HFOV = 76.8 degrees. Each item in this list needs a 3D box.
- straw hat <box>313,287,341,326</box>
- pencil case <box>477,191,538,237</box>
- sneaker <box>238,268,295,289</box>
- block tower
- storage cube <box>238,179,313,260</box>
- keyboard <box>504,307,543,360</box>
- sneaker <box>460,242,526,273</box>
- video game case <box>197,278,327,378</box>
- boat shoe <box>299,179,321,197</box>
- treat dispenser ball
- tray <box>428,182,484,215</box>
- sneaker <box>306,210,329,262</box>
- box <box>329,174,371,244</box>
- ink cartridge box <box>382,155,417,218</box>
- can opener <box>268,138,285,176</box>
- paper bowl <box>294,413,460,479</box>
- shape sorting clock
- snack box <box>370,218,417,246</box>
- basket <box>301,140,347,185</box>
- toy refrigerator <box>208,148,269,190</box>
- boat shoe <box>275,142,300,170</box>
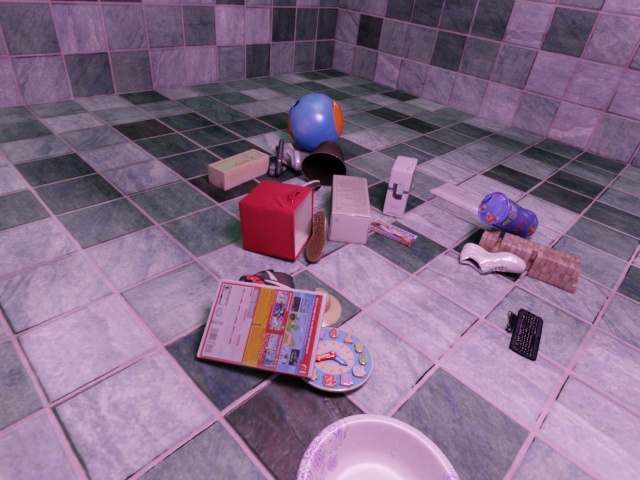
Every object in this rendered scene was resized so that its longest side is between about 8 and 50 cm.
[{"bbox_3d":[-0.002,0.172,1.152,0.144,0.061,0.144,4,35,-3],"label":"straw hat"},{"bbox_3d":[0.704,-0.094,1.515,0.306,0.119,0.133,13,39,-43],"label":"pencil case"},{"bbox_3d":[-0.101,0.158,1.113,0.135,0.098,0.276,-26,42,-38],"label":"sneaker"},{"bbox_3d":[0.731,0.060,1.419,0.335,0.097,0.091,24,38,22],"label":"block tower"},{"bbox_3d":[-0.142,-0.075,1.356,0.193,0.215,0.184,10,35,15],"label":"storage cube"},{"bbox_3d":[0.587,0.254,1.164,0.100,0.038,0.192,23,37,21],"label":"keyboard"},{"bbox_3d":[0.587,0.083,1.390,0.212,0.080,0.094,17,47,25],"label":"sneaker"},{"bbox_3d":[-0.140,0.209,0.990,0.285,0.025,0.204,6,65,12],"label":"video game case"},{"bbox_3d":[-0.064,-0.190,1.669,0.079,0.084,0.233,55,37,0],"label":"boat shoe"},{"bbox_3d":[-0.026,-0.600,2.059,0.288,0.288,0.288,5,35,-3],"label":"treat dispenser ball"},{"bbox_3d":[0.642,-0.197,1.829,0.145,0.030,0.270,-24,45,-38],"label":"tray"},{"bbox_3d":[0.000,0.000,1.393,0.064,0.086,0.192,-1,62,17],"label":"sneaker"},{"bbox_3d":[0.108,-0.126,1.548,0.147,0.121,0.311,7,35,0],"label":"box"},{"bbox_3d":[0.324,-0.220,1.645,0.086,0.209,0.153,16,35,12],"label":"ink cartridge box"},{"bbox_3d":[-0.187,-0.375,1.835,0.073,0.059,0.186,13,76,-13],"label":"can opener"},{"bbox_3d":[0.091,0.459,0.679,0.284,0.148,0.284,5,34,-3],"label":"paper bowl"},{"bbox_3d":[0.030,0.289,1.007,0.206,0.040,0.206,5,35,-4],"label":"shape sorting clock"},{"bbox_3d":[0.272,-0.031,1.528,0.178,0.022,0.064,26,38,26],"label":"snack box"},{"bbox_3d":[0.029,-0.366,1.861,0.204,0.154,0.227,10,31,3],"label":"basket"},{"bbox_3d":[-0.352,-0.317,1.764,0.102,0.094,0.269,27,39,26],"label":"toy refrigerator"},{"bbox_3d":[-0.159,-0.401,1.921,0.088,0.096,0.267,-8,36,-15],"label":"boat shoe"}]
